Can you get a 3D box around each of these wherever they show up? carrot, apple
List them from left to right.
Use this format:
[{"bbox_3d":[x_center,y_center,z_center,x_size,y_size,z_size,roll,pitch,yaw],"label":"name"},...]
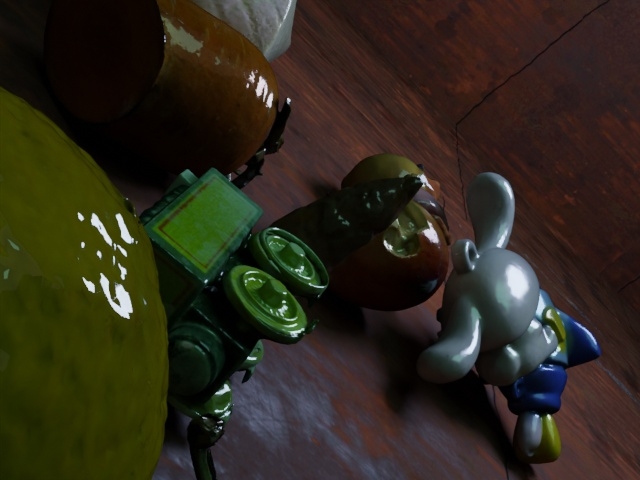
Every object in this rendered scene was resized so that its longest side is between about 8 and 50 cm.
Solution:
[{"bbox_3d":[-0.156,-0.172,1.157,0.331,0.193,0.214,26,31,-46],"label":"carrot"},{"bbox_3d":[0.000,0.000,1.077,0.102,0.263,0.102,53,15,-21],"label":"carrot"},{"bbox_3d":[0.074,0.010,1.325,0.199,0.199,0.199,41,21,-19],"label":"apple"}]

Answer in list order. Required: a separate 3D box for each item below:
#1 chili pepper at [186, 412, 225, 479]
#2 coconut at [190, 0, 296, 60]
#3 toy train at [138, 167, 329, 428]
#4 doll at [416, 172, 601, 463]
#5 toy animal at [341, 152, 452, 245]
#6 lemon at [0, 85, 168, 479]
[{"bbox_3d":[-0.021,0.310,0.688,0.110,0.110,0.387,14,45,-58],"label":"chili pepper"},{"bbox_3d":[-0.164,-0.341,1.343,0.329,0.329,0.329,41,21,-19],"label":"coconut"},{"bbox_3d":[-0.110,0.047,0.912,0.188,0.159,0.271,40,21,-3],"label":"toy train"},{"bbox_3d":[0.276,0.139,1.459,0.376,0.187,0.365,-53,124,-26],"label":"doll"},{"bbox_3d":[0.118,-0.046,1.567,0.169,0.195,0.281,4,33,-3],"label":"toy animal"},{"bbox_3d":[-0.229,0.058,0.415,0.336,0.336,0.336,41,21,-19],"label":"lemon"}]
